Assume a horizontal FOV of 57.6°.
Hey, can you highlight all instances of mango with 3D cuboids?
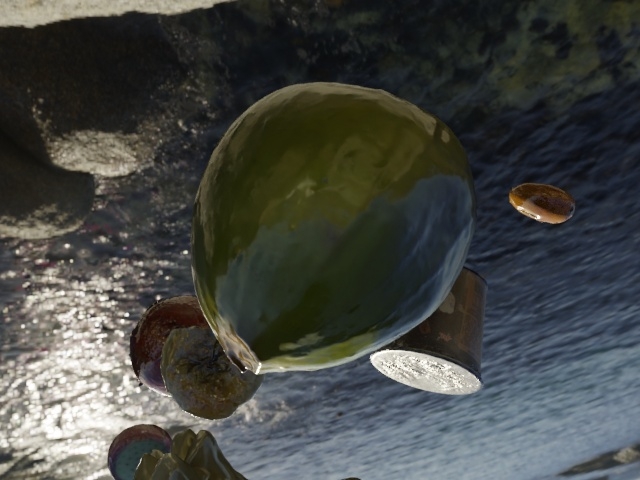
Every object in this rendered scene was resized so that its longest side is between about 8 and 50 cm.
[{"bbox_3d":[0.539,-0.092,1.429,0.159,0.084,0.105,10,161,29],"label":"mango"}]

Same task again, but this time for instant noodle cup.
[{"bbox_3d":[0.225,0.167,1.143,0.217,0.207,0.217,15,152,8],"label":"instant noodle cup"}]

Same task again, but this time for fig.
[{"bbox_3d":[0.001,-0.009,0.680,0.343,0.343,0.343,-14,150,-8],"label":"fig"}]

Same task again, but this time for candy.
[{"bbox_3d":[-0.282,0.339,0.918,0.103,0.043,0.103,-8,113,-19],"label":"candy"}]

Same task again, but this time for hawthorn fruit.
[{"bbox_3d":[-0.409,0.294,1.691,0.315,0.316,0.316,-14,150,-8],"label":"hawthorn fruit"}]

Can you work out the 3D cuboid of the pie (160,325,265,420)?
[{"bbox_3d":[-0.209,0.255,1.140,0.218,0.185,0.052,-7,169,7],"label":"pie"}]

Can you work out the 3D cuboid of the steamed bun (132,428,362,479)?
[{"bbox_3d":[-0.093,0.306,0.517,0.189,0.247,0.428,17,133,-14],"label":"steamed bun"}]
